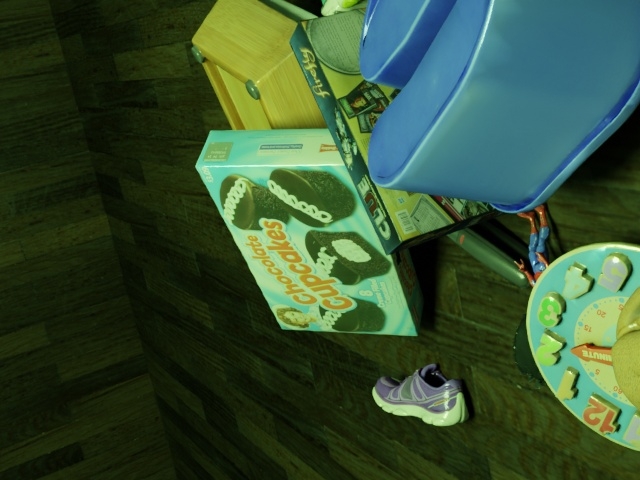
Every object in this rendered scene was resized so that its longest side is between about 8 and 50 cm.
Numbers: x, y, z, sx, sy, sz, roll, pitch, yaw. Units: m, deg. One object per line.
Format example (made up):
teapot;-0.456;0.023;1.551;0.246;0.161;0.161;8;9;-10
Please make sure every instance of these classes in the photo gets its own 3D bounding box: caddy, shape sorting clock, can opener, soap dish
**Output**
caddy;0.158;-0.168;0.754;0.341;0.179;0.241;122;149;-60
shape sorting clock;0.270;0.097;0.803;0.206;0.040;0.206;27;134;32
can opener;0.165;-0.009;0.985;0.186;0.059;0.073;50;148;40
soap dish;-0.035;-0.149;1.150;0.229;0.118;0.291;41;160;49

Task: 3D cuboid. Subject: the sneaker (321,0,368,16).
sneaker;0.057;-0.309;0.958;0.275;0.107;0.110;155;105;-66

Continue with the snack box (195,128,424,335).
snack box;0.000;0.000;1.086;0.322;0.187;0.060;67;-149;-48

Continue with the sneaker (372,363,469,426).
sneaker;0.134;0.194;1.215;0.170;0.068;0.071;1;92;56

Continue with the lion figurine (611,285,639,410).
lion figurine;0.314;0.162;0.699;0.240;0.142;0.392;-33;75;63

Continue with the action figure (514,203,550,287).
action figure;0.213;0.023;0.904;0.038;0.030;0.115;138;128;-59

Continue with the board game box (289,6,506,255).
board game box;0.091;-0.123;0.932;0.243;0.165;0.042;67;155;12

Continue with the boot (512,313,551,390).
boot;0.235;0.099;0.938;0.099;0.045;0.121;-147;46;-63
